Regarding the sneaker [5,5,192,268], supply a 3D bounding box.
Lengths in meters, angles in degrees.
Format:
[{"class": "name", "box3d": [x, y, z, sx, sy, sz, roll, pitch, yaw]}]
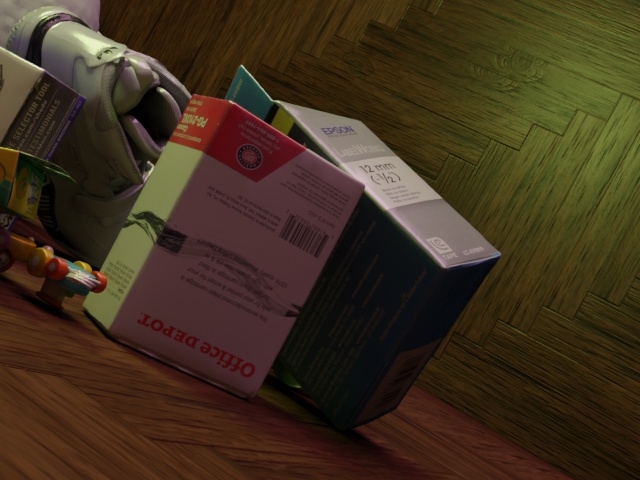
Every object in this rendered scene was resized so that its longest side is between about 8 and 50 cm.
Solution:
[{"class": "sneaker", "box3d": [-0.242, -0.088, 1.274, 0.210, 0.137, 0.366, 24, -42, 33]}]

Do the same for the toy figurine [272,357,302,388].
[{"class": "toy figurine", "box3d": [-0.020, 0.147, 1.383, 0.173, 0.130, 0.159, 2, -1, -30]}]

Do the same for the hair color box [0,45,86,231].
[{"class": "hair color box", "box3d": [-0.444, -0.160, 1.142, 0.339, 0.185, 0.110, 30, -1, 17]}]

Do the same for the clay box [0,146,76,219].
[{"class": "clay box", "box3d": [-0.329, -0.062, 0.915, 0.222, 0.053, 0.127, 13, -5, -4]}]

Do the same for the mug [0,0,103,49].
[{"class": "mug", "box3d": [-0.409, -0.216, 1.393, 0.276, 0.328, 0.374, 29, -1, 39]}]

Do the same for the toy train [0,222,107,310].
[{"class": "toy train", "box3d": [-0.264, 0.018, 0.903, 0.166, 0.046, 0.125, 26, 0, -2]}]

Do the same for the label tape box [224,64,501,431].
[{"class": "label tape box", "box3d": [0.000, 0.000, 1.207, 0.115, 0.249, 0.347, -11, 49, -45]}]

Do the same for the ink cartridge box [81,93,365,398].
[{"class": "ink cartridge box", "box3d": [-0.093, 0.006, 1.026, 0.172, 0.237, 0.100, 30, -4, -31]}]
